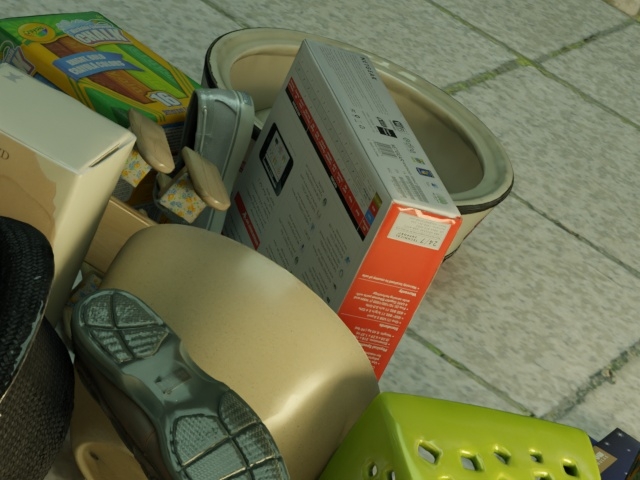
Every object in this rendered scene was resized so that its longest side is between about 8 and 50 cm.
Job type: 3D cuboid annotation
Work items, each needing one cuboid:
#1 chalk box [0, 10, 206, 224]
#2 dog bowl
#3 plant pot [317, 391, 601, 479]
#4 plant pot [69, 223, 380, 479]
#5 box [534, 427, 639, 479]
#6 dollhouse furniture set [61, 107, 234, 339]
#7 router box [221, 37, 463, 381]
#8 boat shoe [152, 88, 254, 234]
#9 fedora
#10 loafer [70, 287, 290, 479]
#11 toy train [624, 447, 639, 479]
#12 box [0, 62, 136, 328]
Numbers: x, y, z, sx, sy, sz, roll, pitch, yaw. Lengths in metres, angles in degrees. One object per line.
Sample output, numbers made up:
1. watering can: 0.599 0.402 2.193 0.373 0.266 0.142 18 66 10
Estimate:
1. chalk box: -0.283 -0.144 2.205 0.289 0.179 0.180 36 28 22
2. dog bowl: 0.023 -0.098 2.414 0.408 0.150 0.408 20 26 -11
3. plant pot: 0.122 0.293 1.704 0.228 0.227 0.207 12 36 -26
4. plant pot: -0.115 0.151 1.752 0.284 0.284 0.191 30 58 12
5. box: 0.352 0.277 2.127 0.225 0.036 0.136 33 27 20
6. dollhouse furniture set: -0.161 0.037 1.946 0.242 0.212 0.161 34 19 -31
7. router box: 0.000 0.000 2.040 0.082 0.301 0.335 13 29 -26
8. boat shoe: -0.142 -0.062 2.123 0.081 0.227 0.079 11 19 -23
9. fedora: -0.308 0.146 1.598 0.152 0.334 0.334 45 12 -35
10. loafer: -0.115 0.156 1.594 0.096 0.084 0.267 -22 60 -33
11. toy train: 0.340 0.251 1.857 0.142 0.334 0.190 22 12 0
12. box: -0.298 0.015 1.749 0.148 0.311 0.121 28 27 8
